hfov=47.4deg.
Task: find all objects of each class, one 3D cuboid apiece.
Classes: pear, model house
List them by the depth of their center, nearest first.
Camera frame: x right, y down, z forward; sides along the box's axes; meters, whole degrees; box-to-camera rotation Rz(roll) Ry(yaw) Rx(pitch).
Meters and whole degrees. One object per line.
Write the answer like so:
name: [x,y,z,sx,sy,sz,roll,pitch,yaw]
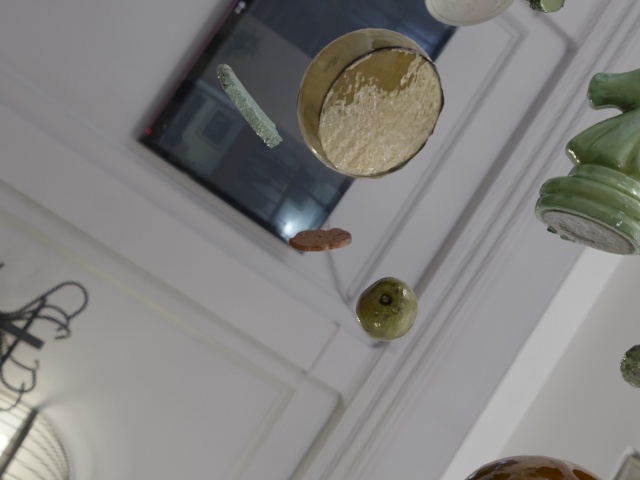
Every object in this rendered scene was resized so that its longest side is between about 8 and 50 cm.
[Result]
pear: [0.112,0.116,1.229,0.107,0.107,0.131,-62,156,-20]
model house: [0.385,-0.440,1.277,0.083,0.066,0.079,36,-62,56]

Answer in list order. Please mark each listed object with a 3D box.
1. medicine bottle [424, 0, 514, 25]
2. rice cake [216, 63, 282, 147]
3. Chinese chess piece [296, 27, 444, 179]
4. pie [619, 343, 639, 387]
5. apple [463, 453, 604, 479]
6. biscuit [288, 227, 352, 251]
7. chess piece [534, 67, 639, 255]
medicine bottle: [0.194,-0.463,1.061,0.170,0.170,0.293,-38,-131,45]
rice cake: [-0.166,-0.310,1.668,0.038,0.211,0.124,-35,-146,7]
Chinese chess piece: [0.085,-0.233,1.254,0.257,0.257,0.104,-52,-140,10]
pie: [0.491,0.160,0.965,0.187,0.186,0.041,-37,-133,46]
apple: [0.237,0.349,0.791,0.236,0.207,0.237,-11,-108,36]
biscuit: [0.000,0.000,1.496,0.102,0.130,0.019,-131,-143,-65]
chess piece: [0.450,-0.139,1.075,0.298,0.175,0.175,-62,-163,-6]
